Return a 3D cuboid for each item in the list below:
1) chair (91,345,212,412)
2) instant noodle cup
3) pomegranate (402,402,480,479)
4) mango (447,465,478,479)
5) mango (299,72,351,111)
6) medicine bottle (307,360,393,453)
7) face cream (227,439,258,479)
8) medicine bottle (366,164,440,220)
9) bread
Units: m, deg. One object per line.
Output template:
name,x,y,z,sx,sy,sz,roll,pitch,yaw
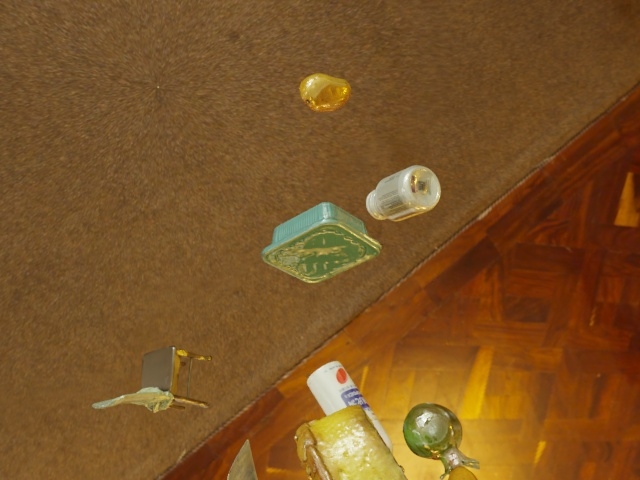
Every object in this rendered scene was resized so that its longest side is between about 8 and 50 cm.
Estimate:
chair,-0.486,0.408,1.766,0.319,0.160,0.186,24,57,-46
instant noodle cup,0.000,0.000,1.073,0.179,0.070,0.157,-26,144,33
pomegranate,0.275,0.467,1.391,0.131,0.191,0.152,-45,148,10
mango,0.258,0.465,1.054,0.084,0.159,0.105,-30,120,-3
mango,0.011,-0.303,1.229,0.114,0.060,0.080,-18,90,-35
medicine bottle,0.096,0.545,1.857,0.130,0.341,0.130,-26,149,-17
face cream,-0.180,0.588,1.422,0.070,0.114,0.224,2,119,18
medicine bottle,0.230,-0.127,1.740,0.135,0.215,0.135,8,75,-30
bread,0.098,0.589,1.485,0.215,0.398,0.398,-32,110,-6
